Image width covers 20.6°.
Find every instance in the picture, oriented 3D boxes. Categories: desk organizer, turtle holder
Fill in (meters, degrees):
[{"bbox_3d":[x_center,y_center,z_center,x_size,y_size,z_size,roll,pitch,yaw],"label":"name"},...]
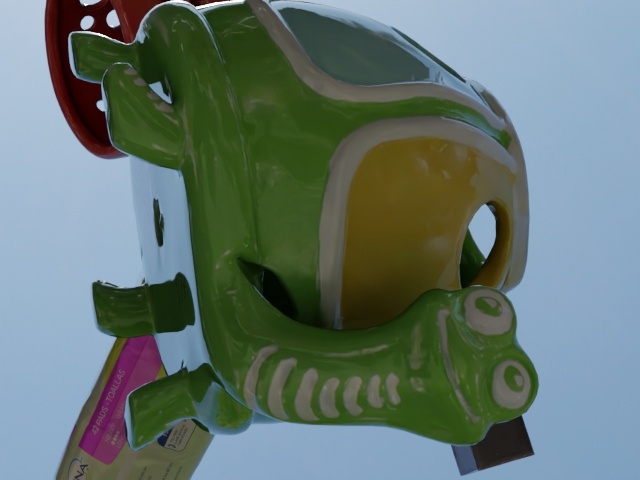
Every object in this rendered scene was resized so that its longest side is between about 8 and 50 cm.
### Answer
[{"bbox_3d":[0.113,0.109,1.327,0.047,0.050,0.130,-14,-101,-16],"label":"desk organizer"},{"bbox_3d":[-0.003,-0.019,0.950,0.227,0.320,0.243,-6,-90,-14],"label":"turtle holder"}]

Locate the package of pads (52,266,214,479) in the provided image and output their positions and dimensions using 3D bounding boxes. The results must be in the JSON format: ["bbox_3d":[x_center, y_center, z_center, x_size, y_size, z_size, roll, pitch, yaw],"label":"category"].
[{"bbox_3d":[-0.088,0.043,1.320,0.101,0.229,0.296,25,-154,-3],"label":"package of pads"}]

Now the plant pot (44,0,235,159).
[{"bbox_3d":[-0.143,-0.184,1.645,0.174,0.191,0.191,-15,-140,-29],"label":"plant pot"}]
